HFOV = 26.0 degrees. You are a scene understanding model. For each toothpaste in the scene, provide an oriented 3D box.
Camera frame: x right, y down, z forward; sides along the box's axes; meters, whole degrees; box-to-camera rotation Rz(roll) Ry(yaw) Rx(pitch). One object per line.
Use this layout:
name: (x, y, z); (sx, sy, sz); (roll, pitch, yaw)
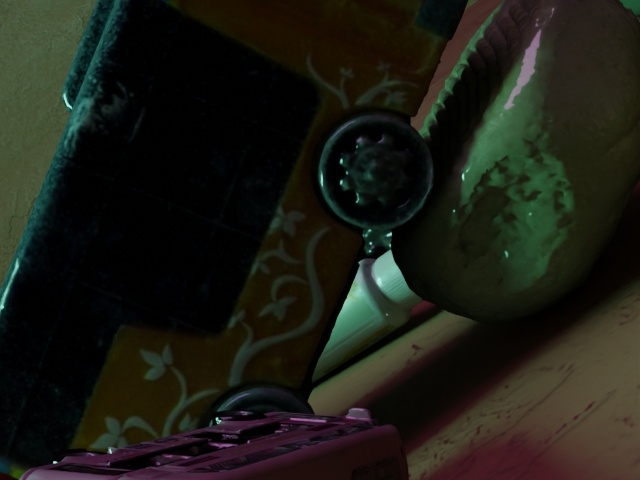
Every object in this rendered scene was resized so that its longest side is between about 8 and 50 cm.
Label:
toothpaste: (-0.036, 0.093, 0.966); (0.314, 0.056, 0.058); (-36, -32, 25)

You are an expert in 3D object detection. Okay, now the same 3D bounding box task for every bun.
bun: (0.120, -0.047, 0.780); (0.221, 0.108, 0.221); (-62, 6, 11)

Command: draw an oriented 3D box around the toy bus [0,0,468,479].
toy bus: (-0.058, -0.014, 0.756); (0.162, 0.194, 0.323); (-108, 40, -82)

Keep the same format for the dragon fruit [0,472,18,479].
dragon fruit: (-0.251, 0.182, 0.744); (0.152, 0.205, 0.317); (2, 46, 40)

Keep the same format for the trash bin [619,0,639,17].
trash bin: (0.377, -0.330, 1.244); (0.223, 0.158, 0.343); (-38, 4, -19)

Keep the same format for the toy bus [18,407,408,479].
toy bus: (-0.036, 0.109, 0.563); (0.090, 0.063, 0.203); (0, 1, 26)

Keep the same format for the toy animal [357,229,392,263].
toy animal: (0.010, -0.009, 1.132); (0.343, 0.106, 0.168); (-27, 11, 30)
